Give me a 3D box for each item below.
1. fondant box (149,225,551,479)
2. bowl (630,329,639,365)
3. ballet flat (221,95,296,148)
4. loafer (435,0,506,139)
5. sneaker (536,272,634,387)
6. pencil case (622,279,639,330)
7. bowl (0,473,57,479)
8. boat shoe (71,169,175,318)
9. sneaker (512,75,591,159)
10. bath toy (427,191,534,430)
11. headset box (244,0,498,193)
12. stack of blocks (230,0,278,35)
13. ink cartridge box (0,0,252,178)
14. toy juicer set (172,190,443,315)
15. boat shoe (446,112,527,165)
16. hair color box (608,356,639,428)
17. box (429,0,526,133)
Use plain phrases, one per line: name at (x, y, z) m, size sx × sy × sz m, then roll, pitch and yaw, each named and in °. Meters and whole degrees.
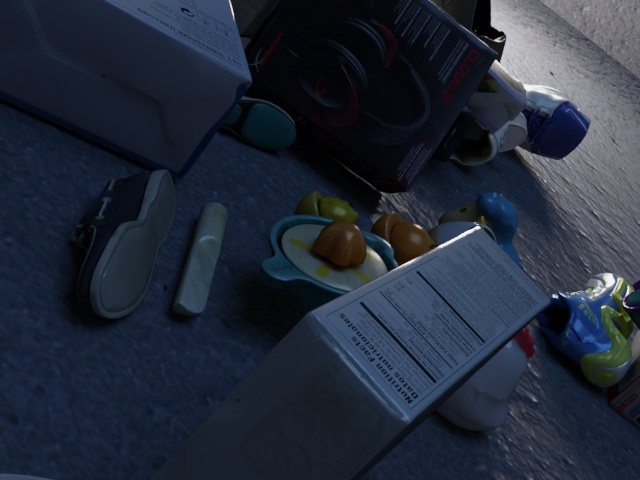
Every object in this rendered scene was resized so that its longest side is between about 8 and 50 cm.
fondant box at (0.020, 0.124, 0.882) m, size 0.096 × 0.238 × 0.330 m, roll 48°, pitch 26°, yaw 11°
bowl at (0.487, 0.194, 1.647) m, size 0.142 × 0.053 × 0.142 m, roll 41°, pitch 26°, yaw 0°
ballet flat at (-0.099, -0.154, 1.379) m, size 0.168 × 0.057 × 0.052 m, roll 19°, pitch 24°, yaw -40°
loafer at (0.219, -0.267, 1.679) m, size 0.094 × 0.087 × 0.251 m, roll -35°, pitch 117°, yaw -54°
sneaker at (0.357, 0.091, 1.586) m, size 0.126 × 0.091 × 0.240 m, roll 36°, pitch 26°, yaw -10°
pencil case at (0.465, 0.123, 1.549) m, size 0.151 × 0.064 × 0.070 m, roll 51°, pitch 23°, yaw -14°
bowl at (-0.136, 0.274, 0.509) m, size 0.311 × 0.163 × 0.311 m, roll 33°, pitch 27°, yaw -19°
boat shoe at (-0.182, 0.003, 1.027) m, size 0.065 × 0.075 × 0.206 m, roll -1°, pitch 31°, yaw 11°
sneaker at (0.295, -0.224, 1.988) m, size 0.315 × 0.127 × 0.182 m, roll 32°, pitch 29°, yaw -3°
bath toy at (0.180, 0.069, 1.326) m, size 0.151 × 0.129 × 0.348 m, roll 37°, pitch 26°, yaw -11°
headset box at (0.064, -0.212, 1.487) m, size 0.293 × 0.218 × 0.110 m, roll 36°, pitch -7°, yaw -13°
stack of blocks at (-0.143, -0.428, 1.715) m, size 0.297 × 0.087 × 0.171 m, roll 48°, pitch 26°, yaw 14°
ink cartridge box at (-0.241, -0.279, 1.262) m, size 0.270 × 0.151 × 0.395 m, roll 26°, pitch 31°, yaw -31°
toy juicer set at (0.000, 0.000, 1.158) m, size 0.329 × 0.089 × 0.209 m, roll 7°, pitch 32°, yaw -25°
boat shoe at (0.237, -0.156, 1.815) m, size 0.277 × 0.098 × 0.096 m, roll -2°, pitch 48°, yaw -43°
hair color box at (0.468, 0.223, 1.526) m, size 0.167 × 0.093 × 0.053 m, roll 37°, pitch 27°, yaw -7°
box at (0.149, -0.280, 1.595) m, size 0.324 × 0.063 × 0.067 m, roll 42°, pitch 28°, yaw -13°
